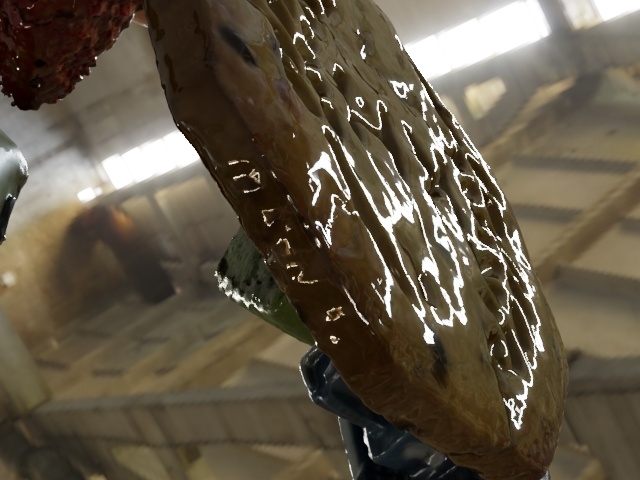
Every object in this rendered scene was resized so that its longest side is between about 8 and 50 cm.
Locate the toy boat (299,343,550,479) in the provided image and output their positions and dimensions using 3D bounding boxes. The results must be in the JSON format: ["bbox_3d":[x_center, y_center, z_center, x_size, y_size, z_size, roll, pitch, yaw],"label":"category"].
[{"bbox_3d":[0.057,0.116,0.836,0.129,0.142,0.309,-46,-137,32],"label":"toy boat"}]

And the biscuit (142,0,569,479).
[{"bbox_3d":[0.029,-0.039,0.666,0.046,0.359,0.359,-30,-170,20],"label":"biscuit"}]

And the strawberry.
[{"bbox_3d":[-0.169,-0.185,0.819,0.192,0.140,0.085,-43,-175,8],"label":"strawberry"}]

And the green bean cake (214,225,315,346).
[{"bbox_3d":[0.000,0.000,1.298,0.200,0.113,0.214,-57,-157,-8],"label":"green bean cake"}]

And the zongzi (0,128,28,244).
[{"bbox_3d":[-0.388,0.070,0.901,0.393,0.174,0.356,-27,-149,40],"label":"zongzi"}]

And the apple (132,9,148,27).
[{"bbox_3d":[-0.073,-0.352,1.094,0.363,0.364,0.364,-27,-168,6],"label":"apple"}]
